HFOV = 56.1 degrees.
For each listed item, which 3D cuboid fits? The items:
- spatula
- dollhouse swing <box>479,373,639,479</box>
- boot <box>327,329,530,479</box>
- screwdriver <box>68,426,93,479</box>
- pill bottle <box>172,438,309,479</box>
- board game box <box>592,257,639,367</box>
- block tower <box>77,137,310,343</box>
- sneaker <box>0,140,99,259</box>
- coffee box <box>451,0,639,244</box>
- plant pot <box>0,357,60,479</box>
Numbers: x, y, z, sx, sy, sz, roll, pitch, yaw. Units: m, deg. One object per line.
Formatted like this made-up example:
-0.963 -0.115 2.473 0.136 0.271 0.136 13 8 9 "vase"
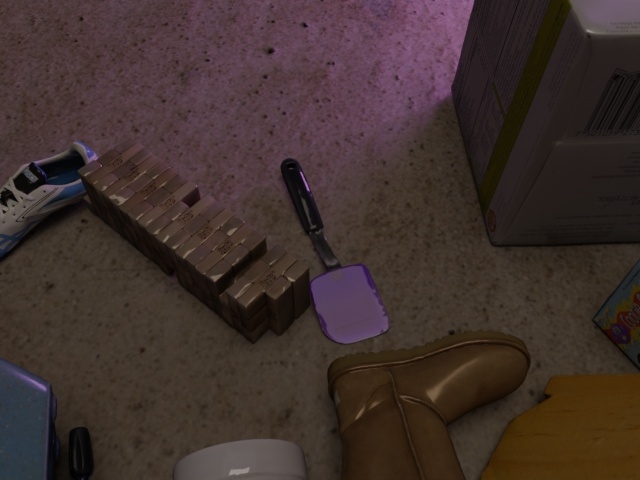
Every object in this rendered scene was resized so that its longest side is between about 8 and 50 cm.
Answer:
0.000 0.000 0.799 0.084 0.030 0.296 -17 57 -11 "spatula"
0.323 0.343 0.509 0.305 0.315 0.347 47 60 -12 "dollhouse swing"
0.126 0.221 0.567 0.236 0.089 0.270 -11 37 0 "boot"
-0.241 0.273 0.607 0.025 0.024 0.170 -23 60 18 "screwdriver"
-0.054 0.314 0.496 0.153 0.153 0.265 -8 54 -7 "pill bottle"
0.469 0.126 0.649 0.144 0.142 0.275 -25 59 -18 "board game box"
-0.168 -0.007 0.762 0.335 0.097 0.091 34 59 22 "block tower"
-0.400 -0.053 0.795 0.085 0.086 0.237 39 63 22 "sneaker"
0.393 -0.228 0.783 0.337 0.338 0.334 -1 53 -3 "coffee box"
-0.360 0.224 0.509 0.252 0.248 0.247 1 52 -21 "plant pot"
